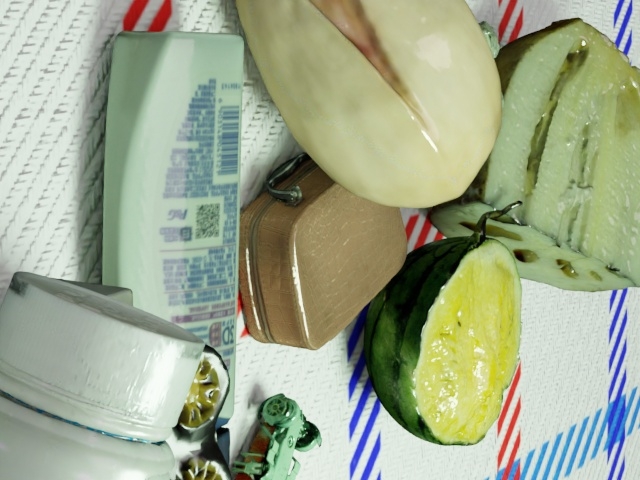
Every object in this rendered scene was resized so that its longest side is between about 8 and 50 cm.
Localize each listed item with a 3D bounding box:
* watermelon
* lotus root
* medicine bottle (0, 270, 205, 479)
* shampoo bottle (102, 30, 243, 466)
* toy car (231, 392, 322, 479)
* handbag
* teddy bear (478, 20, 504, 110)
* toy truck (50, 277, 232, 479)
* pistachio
[{"bbox_3d":[0.115,0.087,1.689,0.204,0.127,0.232,-24,118,-49],"label":"watermelon"},{"bbox_3d":[0.239,-0.105,1.857,0.267,0.149,0.260,25,67,-36],"label":"lotus root"},{"bbox_3d":[-0.169,0.158,0.998,0.143,0.143,0.258,20,89,-57],"label":"medicine bottle"},{"bbox_3d":[-0.121,0.015,1.348,0.134,0.078,0.359,-7,100,-54],"label":"shampoo bottle"},{"bbox_3d":[-0.047,0.211,1.521,0.073,0.054,0.143,50,49,-51],"label":"toy car"},{"bbox_3d":[0.000,0.000,1.549,0.193,0.072,0.151,-43,130,-45],"label":"handbag"},{"bbox_3d":[0.075,-0.184,1.630,0.213,0.111,0.133,30,45,-31],"label":"teddy bear"},{"bbox_3d":[-0.190,0.238,1.174,0.254,0.181,0.405,-13,104,-46],"label":"toy truck"},{"bbox_3d":[0.039,-0.163,1.451,0.299,0.187,0.187,56,45,-16],"label":"pistachio"}]
